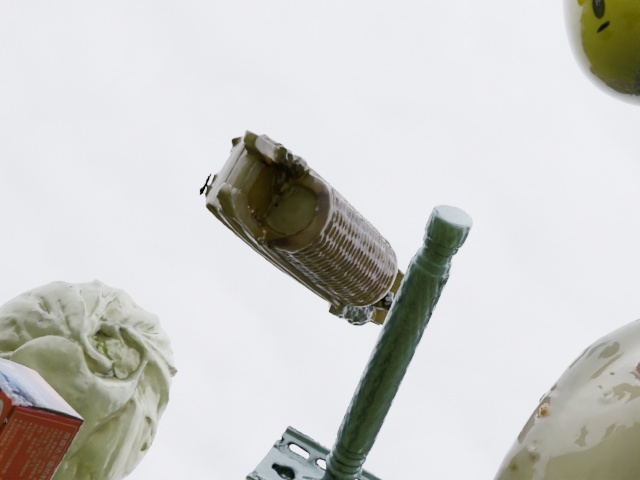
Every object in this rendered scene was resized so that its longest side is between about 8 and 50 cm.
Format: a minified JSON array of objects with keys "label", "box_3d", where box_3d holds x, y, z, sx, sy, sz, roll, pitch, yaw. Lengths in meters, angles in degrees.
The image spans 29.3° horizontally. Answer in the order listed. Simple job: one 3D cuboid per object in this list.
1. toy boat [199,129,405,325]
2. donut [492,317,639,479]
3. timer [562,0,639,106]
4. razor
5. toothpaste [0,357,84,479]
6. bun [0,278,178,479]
[{"label":"toy boat","box_3d":[0.000,0.000,1.118,0.115,0.089,0.310,20,-15,40]},{"label":"donut","box_3d":[0.298,0.243,0.930,0.382,0.383,0.142,55,-17,-19]},{"label":"timer","box_3d":[0.416,-0.237,1.429,0.285,0.285,0.285,15,-50,18]},{"label":"razor","box_3d":[0.042,0.081,0.749,0.106,0.068,0.232,28,-61,11]},{"label":"toothpaste","box_3d":[-0.277,0.234,0.829,0.076,0.320,0.066,34,3,43]},{"label":"bun","box_3d":[-0.284,0.154,1.424,0.259,0.259,0.160,35,-44,0]}]
